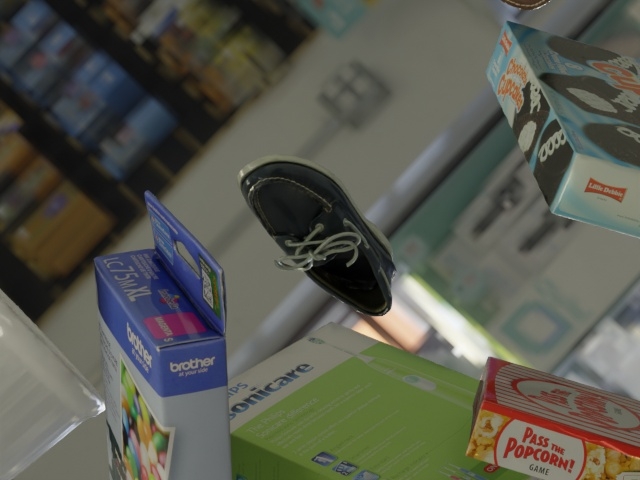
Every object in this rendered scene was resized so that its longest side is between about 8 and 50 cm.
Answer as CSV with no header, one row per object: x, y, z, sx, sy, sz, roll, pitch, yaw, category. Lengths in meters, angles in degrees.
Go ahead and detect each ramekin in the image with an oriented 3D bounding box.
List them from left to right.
-0.342,0.102,1.794,0.277,0.135,0.277,45,173,7,ramekin

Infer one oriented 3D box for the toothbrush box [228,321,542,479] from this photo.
0.053,0.196,1.593,0.283,0.206,0.122,21,123,33,toothbrush box

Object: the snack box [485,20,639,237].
0.258,-0.086,1.601,0.187,0.060,0.322,15,-157,-12,snack box

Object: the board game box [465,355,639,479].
0.204,0.146,1.370,0.193,0.045,0.147,16,-170,3,board game box

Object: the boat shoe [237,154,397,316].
0.000,0.000,1.995,0.254,0.095,0.079,48,-155,-48,boat shoe

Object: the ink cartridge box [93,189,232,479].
-0.120,0.136,1.464,0.186,0.065,0.311,-135,42,-60,ink cartridge box

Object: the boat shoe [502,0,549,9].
0.195,-0.278,1.663,0.123,0.116,0.324,23,159,2,boat shoe
